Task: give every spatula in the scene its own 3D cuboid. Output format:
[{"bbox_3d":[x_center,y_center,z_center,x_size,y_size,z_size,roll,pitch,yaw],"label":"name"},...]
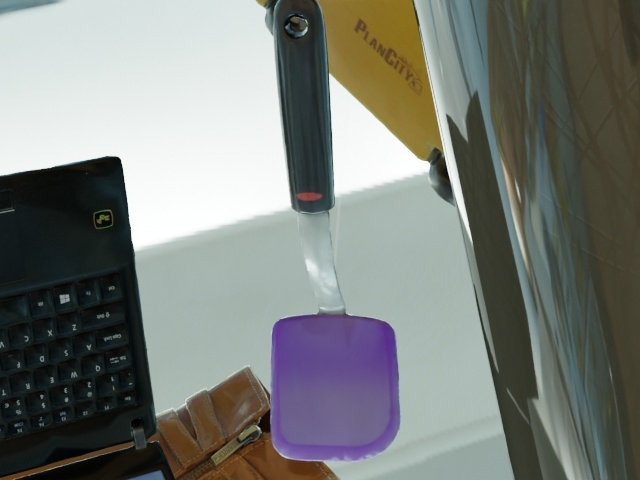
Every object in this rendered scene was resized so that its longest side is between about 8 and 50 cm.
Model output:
[{"bbox_3d":[0.000,0.000,0.770,0.084,0.296,0.030,1,-154,13],"label":"spatula"}]

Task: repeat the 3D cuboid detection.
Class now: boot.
[{"bbox_3d":[-0.137,0.163,0.964,0.220,0.109,0.283,-44,-123,-5],"label":"boot"}]

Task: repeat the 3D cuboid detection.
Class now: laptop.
[{"bbox_3d":[-0.173,0.114,0.649,0.234,0.264,0.136,-13,-162,-25],"label":"laptop"}]

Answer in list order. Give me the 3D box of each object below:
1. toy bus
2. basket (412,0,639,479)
[{"bbox_3d":[0.099,-0.128,0.911,0.130,0.108,0.332,-24,-119,-40],"label":"toy bus"},{"bbox_3d":[0.126,0.008,0.398,0.204,0.154,0.227,-9,-99,37],"label":"basket"}]
